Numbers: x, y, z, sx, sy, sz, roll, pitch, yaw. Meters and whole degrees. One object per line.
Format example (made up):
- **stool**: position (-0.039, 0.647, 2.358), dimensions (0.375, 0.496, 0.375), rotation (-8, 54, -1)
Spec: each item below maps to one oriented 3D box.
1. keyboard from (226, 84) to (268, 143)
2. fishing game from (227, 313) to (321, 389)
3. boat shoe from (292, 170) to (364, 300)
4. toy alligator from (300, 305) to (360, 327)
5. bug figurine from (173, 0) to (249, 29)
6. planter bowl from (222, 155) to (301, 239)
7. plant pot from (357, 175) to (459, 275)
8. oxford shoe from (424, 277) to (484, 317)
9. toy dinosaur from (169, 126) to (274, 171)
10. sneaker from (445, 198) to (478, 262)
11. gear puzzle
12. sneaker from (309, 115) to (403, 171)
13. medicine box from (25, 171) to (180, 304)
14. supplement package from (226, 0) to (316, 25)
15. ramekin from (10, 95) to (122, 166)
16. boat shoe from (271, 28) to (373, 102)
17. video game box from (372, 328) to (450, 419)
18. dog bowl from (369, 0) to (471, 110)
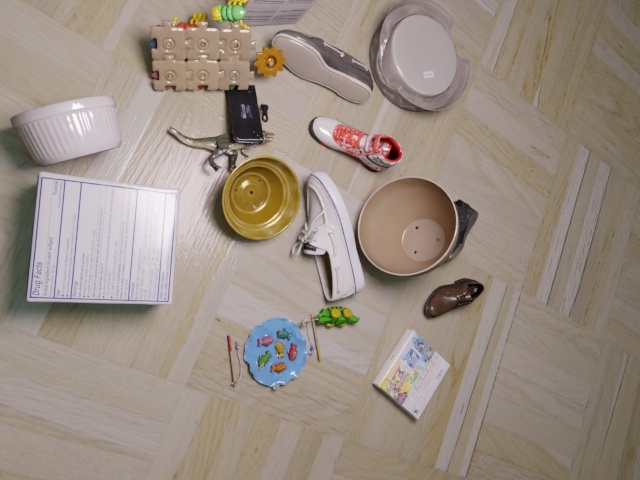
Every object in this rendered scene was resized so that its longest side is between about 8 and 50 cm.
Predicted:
- **keyboard**: position (-0.187, -0.335, 1.291), dimensions (0.108, 0.023, 0.180), rotation (-4, 69, -19)
- **fishing game**: position (-0.116, 0.303, 1.321), dimensions (0.264, 0.041, 0.189), rotation (-6, 87, -26)
- **boat shoe**: position (-0.003, 0.000, 1.349), dimensions (0.156, 0.136, 0.367), rotation (-22, 107, -22)
- **toy alligator**: position (0.024, 0.211, 1.389), dimensions (0.190, 0.056, 0.051), rotation (3, 46, -27)
- **bug figurine**: position (-0.279, -0.607, 1.175), dimensions (0.072, 0.216, 0.279), rotation (-47, 138, -62)
- **planter bowl**: position (-0.166, -0.118, 1.273), dimensions (0.217, 0.090, 0.217), rotation (-10, 111, -29)
- **plant pot**: position (0.275, -0.022, 1.428), dimensions (0.191, 0.284, 0.284), rotation (27, 73, -60)
- **oxford shoe**: position (0.430, 0.180, 1.565), dimensions (0.227, 0.096, 0.082), rotation (-26, 101, -23)
- **toy dinosaur**: position (-0.247, -0.233, 1.268), dimensions (0.268, 0.064, 0.118), rotation (-5, 75, -26)
- **sneaker**: position (0.413, -0.041, 1.573), dimensions (0.130, 0.087, 0.227), rotation (39, 69, -18)
- **gear puzzle**: position (-0.250, -0.463, 1.224), dimensions (0.339, 0.175, 0.044), rotation (-7, 46, -19)
- **sneaker**: position (0.110, -0.289, 1.399), dimensions (0.270, 0.145, 0.090), rotation (28, 76, -22)
- **medicine box**: position (-0.478, 0.005, 1.093), dimensions (0.289, 0.149, 0.263), rotation (5, 85, -26)
- **supplement package**: position (-0.118, -0.696, 1.238), dimensions (0.198, 0.263, 0.199), rotation (-15, 94, -27)
- **ramekin**: position (-0.533, -0.232, 1.052), dimensions (0.207, 0.207, 0.109), rotation (-22, 106, -25)
- **boat shoe**: position (0.011, -0.507, 1.390), dimensions (0.335, 0.112, 0.095), rotation (23, 60, -29)
- **video game box**: position (0.283, 0.411, 1.508), dimensions (0.187, 0.048, 0.205), rotation (45, 70, -20)
- **dog bowl**: position (0.307, -0.568, 1.533), dimensions (0.349, 0.102, 0.348), rotation (1, 88, -26)
